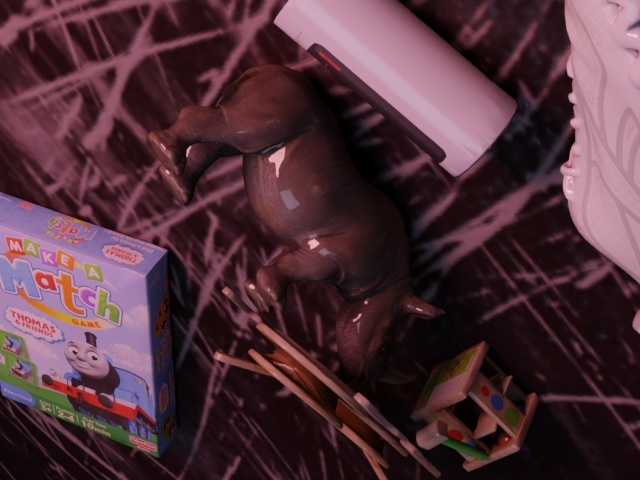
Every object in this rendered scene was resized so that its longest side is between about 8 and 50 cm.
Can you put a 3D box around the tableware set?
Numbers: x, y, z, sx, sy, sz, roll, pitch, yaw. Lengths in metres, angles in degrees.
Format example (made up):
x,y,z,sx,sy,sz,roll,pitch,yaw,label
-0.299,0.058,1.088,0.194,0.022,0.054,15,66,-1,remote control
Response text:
x,y,z,sx,sy,sz,roll,pitch,yaw,label
0.003,0.112,0.736,0.128,0.039,0.194,36,172,30,tableware set

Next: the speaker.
x,y,z,sx,sy,sz,roll,pitch,yaw,label
0.041,-0.099,0.617,0.136,0.055,0.055,40,135,-6,speaker

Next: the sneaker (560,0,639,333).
x,y,z,sx,sy,sz,roll,pitch,yaw,label
0.165,-0.054,0.557,0.118,0.110,0.292,-7,123,44,sneaker

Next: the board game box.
x,y,z,sx,sy,sz,roll,pitch,yaw,label
-0.196,0.071,0.902,0.160,0.039,0.212,18,132,16,board game box

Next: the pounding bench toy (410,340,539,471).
x,y,z,sx,sy,sz,roll,pitch,yaw,label
0.102,0.124,0.748,0.065,0.083,0.052,45,134,-10,pounding bench toy

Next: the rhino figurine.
x,y,z,sx,sy,sz,roll,pitch,yaw,label
0.000,0.000,0.693,0.243,0.106,0.073,55,165,-21,rhino figurine
